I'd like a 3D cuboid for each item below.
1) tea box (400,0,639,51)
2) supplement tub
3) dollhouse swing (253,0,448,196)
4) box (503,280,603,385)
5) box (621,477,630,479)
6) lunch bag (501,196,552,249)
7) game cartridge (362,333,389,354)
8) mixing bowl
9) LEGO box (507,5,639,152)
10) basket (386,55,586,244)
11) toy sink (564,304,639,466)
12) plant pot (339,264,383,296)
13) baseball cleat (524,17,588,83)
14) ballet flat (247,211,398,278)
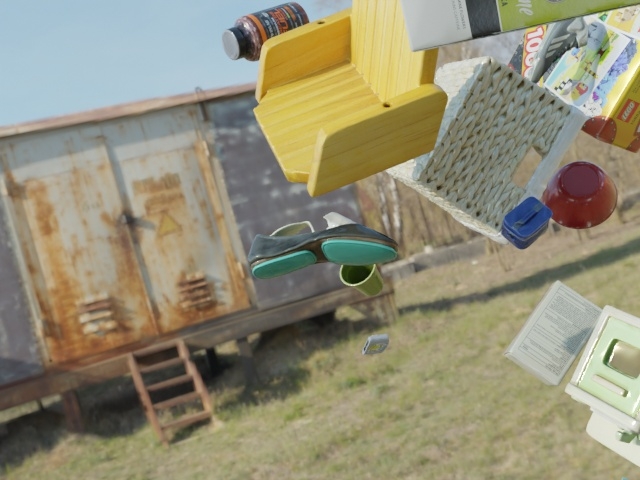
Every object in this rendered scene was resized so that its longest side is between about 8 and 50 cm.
[{"bbox_3d":[0.236,-0.440,0.855,0.323,0.329,0.220,-6,33,19],"label":"tea box"},{"bbox_3d":[-0.126,-0.472,1.682,0.198,0.106,0.106,-29,6,-30],"label":"supplement tub"},{"bbox_3d":[0.025,-0.326,1.234,0.315,0.347,0.305,-22,-45,-5],"label":"dollhouse swing"},{"bbox_3d":[0.609,0.245,1.925,0.232,0.148,0.127,-53,-11,-6],"label":"box"},{"bbox_3d":[0.612,0.582,1.484,0.060,0.100,0.244,15,15,26],"label":"box"},{"bbox_3d":[0.402,-0.035,1.445,0.098,0.067,0.065,-39,-29,-17],"label":"lunch bag"},{"bbox_3d":[0.137,0.255,1.802,0.056,0.017,0.083,-7,-33,-16],"label":"game cartridge"},{"bbox_3d":[0.644,-0.129,1.826,0.181,0.181,0.098,-16,-25,11],"label":"mixing bowl"},{"bbox_3d":[0.740,-0.532,1.839,0.193,0.500,0.372,8,26,-38],"label":"LEGO box"},{"bbox_3d":[0.353,-0.211,1.665,0.266,0.328,0.331,29,5,-14],"label":"basket"},{"bbox_3d":[0.526,0.251,1.250,0.131,0.234,0.153,20,6,-35],"label":"toy sink"},{"bbox_3d":[0.096,0.079,1.564,0.083,0.083,0.079,-16,-41,24],"label":"plant pot"},{"bbox_3d":[0.562,-0.452,1.724,0.109,0.206,0.072,22,-1,7],"label":"baseball cleat"},{"bbox_3d":[0.000,0.000,1.340,0.280,0.096,0.095,-7,-32,9],"label":"ballet flat"}]
